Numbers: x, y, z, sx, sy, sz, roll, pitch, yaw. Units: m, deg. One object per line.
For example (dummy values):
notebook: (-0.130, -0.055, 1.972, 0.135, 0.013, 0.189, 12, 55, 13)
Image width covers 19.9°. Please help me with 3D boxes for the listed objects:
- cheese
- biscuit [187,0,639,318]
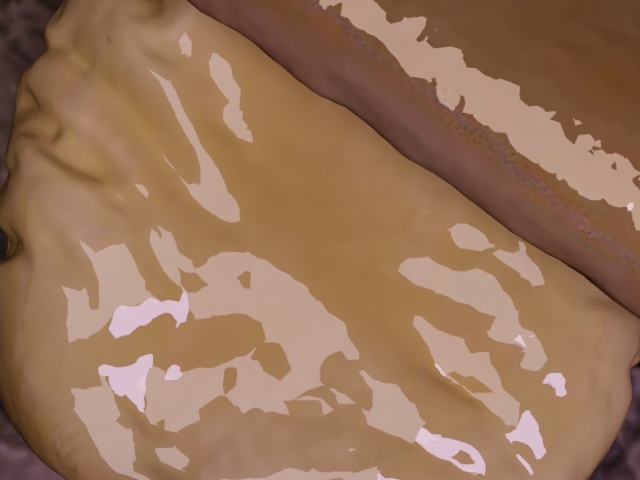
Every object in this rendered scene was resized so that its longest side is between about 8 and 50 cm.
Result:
cheese: (0.000, 0.000, 0.617, 0.226, 0.117, 0.214, 12, 86, 2)
biscuit: (0.106, -0.094, 0.576, 0.291, 0.062, 0.237, 36, 57, 7)
